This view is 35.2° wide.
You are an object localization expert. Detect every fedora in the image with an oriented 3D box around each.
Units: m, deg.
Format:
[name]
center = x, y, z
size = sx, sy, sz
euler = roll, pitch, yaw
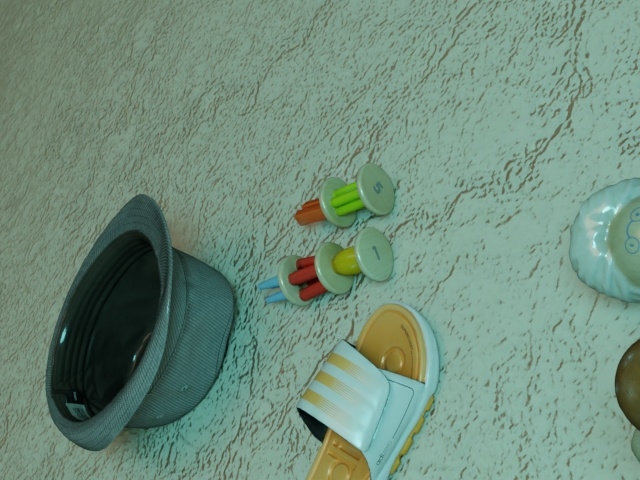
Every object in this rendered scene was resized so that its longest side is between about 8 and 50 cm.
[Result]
[fedora]
center = -0.179, 0.099, 1.069
size = 0.275, 0.124, 0.244
euler = -57, 38, 19

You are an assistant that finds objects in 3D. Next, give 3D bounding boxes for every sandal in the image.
[sandal]
center = 0.017, 0.172, 0.862
size = 0.102, 0.076, 0.265
euler = 15, 80, 49

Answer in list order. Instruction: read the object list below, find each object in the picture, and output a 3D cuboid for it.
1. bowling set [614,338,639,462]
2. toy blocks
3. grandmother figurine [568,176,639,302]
[bowling set]
center = 0.250, 0.101, 0.512
size = 0.154, 0.200, 0.287
euler = 33, 122, 38
[toy blocks]
center = 0.000, 0.000, 0.993
size = 0.148, 0.054, 0.123
euler = -20, 56, 39
[grandmother figurine]
center = 0.317, 0.001, 0.633
size = 0.342, 0.104, 0.208
euler = 1, 61, 44
